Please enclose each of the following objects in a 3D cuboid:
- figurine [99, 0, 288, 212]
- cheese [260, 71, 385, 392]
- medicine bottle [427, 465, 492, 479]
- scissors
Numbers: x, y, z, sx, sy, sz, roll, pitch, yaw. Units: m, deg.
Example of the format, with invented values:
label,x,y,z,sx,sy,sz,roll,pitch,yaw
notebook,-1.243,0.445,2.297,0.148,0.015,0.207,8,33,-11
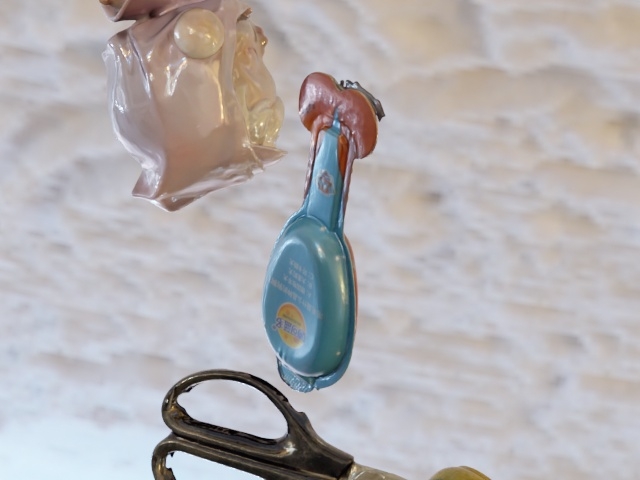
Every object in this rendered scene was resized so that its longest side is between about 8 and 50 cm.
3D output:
label,x,y,z,sx,sy,sz,roll,pitch,yaw
figurine,-0.108,-0.163,1.492,0.133,0.276,0.200,-12,180,3
cheese,0.000,0.000,1.403,0.037,0.256,0.106,-13,-146,-39
medicine bottle,0.043,0.283,1.549,0.064,0.260,0.095,55,158,-20
scissors,0.032,0.165,1.306,0.300,0.109,0.022,14,-170,10
